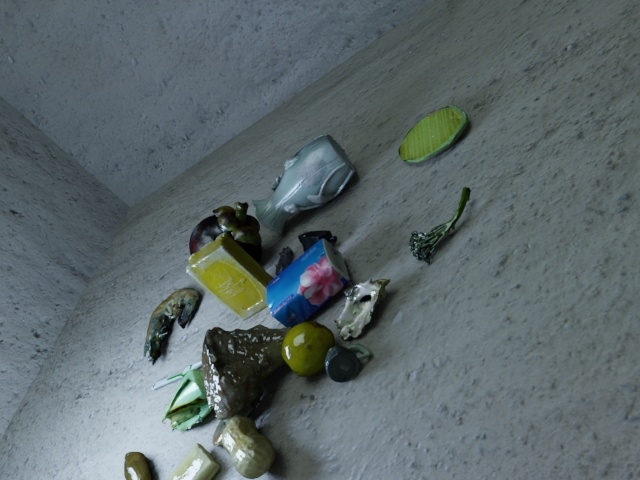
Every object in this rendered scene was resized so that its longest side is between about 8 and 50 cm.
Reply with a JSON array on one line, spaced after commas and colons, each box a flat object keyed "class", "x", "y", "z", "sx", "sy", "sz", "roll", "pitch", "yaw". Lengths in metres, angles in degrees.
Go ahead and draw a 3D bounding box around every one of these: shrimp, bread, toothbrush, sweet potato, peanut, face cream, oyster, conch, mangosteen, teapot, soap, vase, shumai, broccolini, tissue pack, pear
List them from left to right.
[{"class": "sweet potato", "x": -0.606, "y": 0.757, "z": 1.803, "sx": 0.112, "sy": 0.085, "sz": 0.286, "roll": -53, "pitch": 29, "yaw": -7}, {"class": "shrimp", "x": -0.643, "y": 0.357, "z": 2.395, "sx": 0.272, "sy": 0.085, "sz": 0.445, "roll": -26, "pitch": 29, "yaw": 19}, {"class": "toothbrush", "x": -0.501, "y": 0.489, "z": 2.070, "sx": 0.418, "sy": 0.040, "sz": 0.042, "roll": -26, "pitch": 35, "yaw": 29}, {"class": "bread", "x": -0.384, "y": 0.698, "z": 1.626, "sx": 0.178, "sy": 0.060, "sz": 0.139, "roll": -51, "pitch": 31, "yaw": -13}, {"class": "conch", "x": -0.426, "y": 0.539, "z": 1.831, "sx": 0.250, "sy": 0.143, "sz": 0.137, "roll": -57, "pitch": -12, "yaw": -2}, {"class": "mangosteen", "x": -0.373, "y": 0.025, "z": 2.255, "sx": 0.330, "sy": 0.330, "sz": 0.330, "roll": -31, "pitch": 31, "yaw": 22}, {"class": "soap", "x": -0.313, "y": 0.138, "z": 2.014, "sx": 0.199, "sy": 0.315, "sz": 0.091, "roll": -32, "pitch": 31, "yaw": 17}, {"class": "shrimp", "x": -0.255, "y": 0.533, "z": 1.706, "sx": 0.223, "sy": 0.047, "sz": 0.126, "roll": -49, "pitch": 20, "yaw": -8}, {"class": "peanut", "x": -0.194, "y": 0.557, "z": 1.514, "sx": 0.111, "sy": 0.125, "sz": 0.274, "roll": -60, "pitch": 24, "yaw": -4}, {"class": "shumai", "x": -0.220, "y": 0.387, "z": 1.730, "sx": 0.283, "sy": 0.217, "sz": 0.346, "roll": -6, "pitch": 21, "yaw": -21}, {"class": "vase", "x": -0.076, "y": -0.219, "z": 2.287, "sx": 0.445, "sy": 0.250, "sz": 0.250, "roll": -39, "pitch": 29, "yaw": 15}, {"class": "tissue pack", "x": -0.047, "y": 0.139, "z": 1.842, "sx": 0.270, "sy": 0.137, "sz": 0.209, "roll": -42, "pitch": 23, "yaw": 15}, {"class": "pear", "x": -0.037, "y": 0.310, "z": 1.614, "sx": 0.162, "sy": 0.149, "sz": 0.149, "roll": -49, "pitch": 29, "yaw": -1}, {"class": "teapot", "x": 0.000, "y": 0.000, "z": 2.049, "sx": 0.096, "sy": 0.087, "sz": 0.177, "roll": -34, "pitch": 21, "yaw": -33}, {"class": "teapot", "x": 0.067, "y": 0.333, "z": 1.539, "sx": 0.091, "sy": 0.124, "sz": 0.092, "roll": -137, "pitch": 54, "yaw": -69}, {"class": "face cream", "x": 0.085, "y": 0.152, "z": 1.795, "sx": 0.040, "sy": 0.021, "sz": 0.083, "roll": -46, "pitch": 28, "yaw": -2}, {"class": "oyster", "x": 0.124, "y": 0.201, "z": 1.646, "sx": 0.133, "sy": 0.072, "sz": 0.209, "roll": 10, "pitch": 79, "yaw": 49}, {"class": "bread", "x": 0.415, "y": -0.388, "z": 2.067, "sx": 0.301, "sy": 0.045, "sz": 0.301, "roll": -33, "pitch": 28, "yaw": 21}, {"class": "broccolini", "x": 0.358, "y": -0.054, "z": 1.681, "sx": 0.123, "sy": 0.062, "sz": 0.271, "roll": 31, "pitch": 82, "yaw": 45}]

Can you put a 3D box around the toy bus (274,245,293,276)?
[{"class": "toy bus", "x": -0.138, "y": 0.084, "z": 2.134, "sx": 0.037, "sy": 0.052, "sz": 0.130, "roll": -17, "pitch": 41, "yaw": 32}]
